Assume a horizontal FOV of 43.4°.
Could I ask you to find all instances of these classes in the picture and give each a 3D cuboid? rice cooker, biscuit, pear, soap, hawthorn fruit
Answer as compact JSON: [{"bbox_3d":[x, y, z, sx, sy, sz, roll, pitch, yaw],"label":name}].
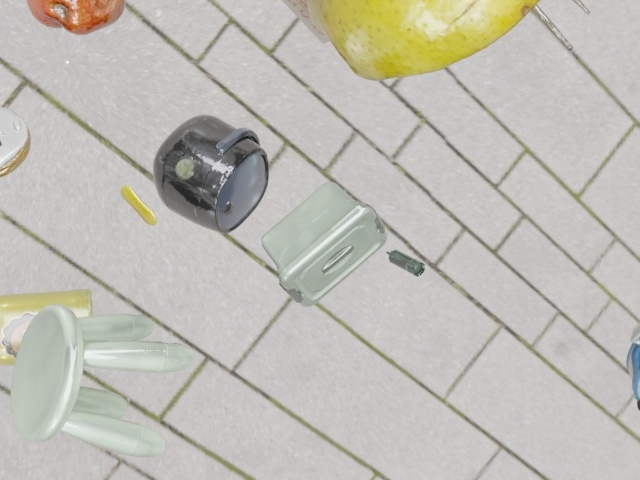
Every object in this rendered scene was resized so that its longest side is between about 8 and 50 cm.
[{"bbox_3d":[-0.265,-0.165,1.948,0.224,0.267,0.267,29,93,21],"label":"rice cooker"},{"bbox_3d":[-0.736,-0.223,1.775,0.180,0.208,0.049,-7,142,-11],"label":"biscuit"},{"bbox_3d":[0.133,-0.400,1.017,0.386,0.340,0.191,-39,133,16],"label":"pear"},{"bbox_3d":[-0.323,-0.062,1.428,0.089,0.034,0.012,46,45,1],"label":"soap"},{"bbox_3d":[-0.517,-0.554,1.668,0.207,0.208,0.243,-18,147,-13],"label":"hawthorn fruit"}]

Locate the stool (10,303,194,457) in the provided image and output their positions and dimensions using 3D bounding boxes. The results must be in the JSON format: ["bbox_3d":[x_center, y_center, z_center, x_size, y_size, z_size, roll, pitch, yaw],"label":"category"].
[{"bbox_3d":[-0.326,0.207,1.189,0.198,0.195,0.195,18,93,-37],"label":"stool"}]

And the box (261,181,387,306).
[{"bbox_3d":[0.000,0.000,1.168,0.172,0.093,0.124,-40,149,-3],"label":"box"}]

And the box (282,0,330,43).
[{"bbox_3d":[0.010,-0.497,1.587,0.204,0.365,0.051,42,82,-18],"label":"box"}]

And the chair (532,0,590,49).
[{"bbox_3d":[0.429,-0.518,1.457,0.272,0.166,0.188,40,49,-6],"label":"chair"}]

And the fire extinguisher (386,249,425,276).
[{"bbox_3d":[0.134,0.032,1.330,0.038,0.083,0.025,29,90,-41],"label":"fire extinguisher"}]

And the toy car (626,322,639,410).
[{"bbox_3d":[0.459,0.122,0.793,0.314,0.166,0.198,22,136,-1],"label":"toy car"}]

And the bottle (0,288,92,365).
[{"bbox_3d":[-0.704,0.209,1.855,0.351,0.171,0.172,-4,103,-16],"label":"bottle"}]
